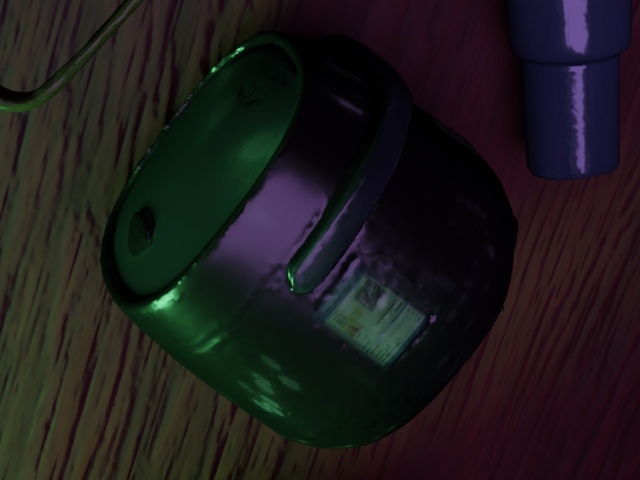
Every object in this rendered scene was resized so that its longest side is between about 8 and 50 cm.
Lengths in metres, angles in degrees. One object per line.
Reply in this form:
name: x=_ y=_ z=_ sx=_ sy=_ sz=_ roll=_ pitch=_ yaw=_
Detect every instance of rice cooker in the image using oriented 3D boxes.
rice cooker: x=0.000 y=0.000 z=1.198 sx=0.224 sy=0.267 sz=0.267 roll=34 pitch=101 yaw=-24

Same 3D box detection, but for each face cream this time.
face cream: x=0.172 y=-0.233 z=1.230 sx=0.135 sy=0.086 sz=0.385 roll=-8 pitch=109 yaw=-10

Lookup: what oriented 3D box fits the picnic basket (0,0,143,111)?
picnic basket: x=-0.209 y=-0.261 z=1.014 sx=0.321 sy=0.291 sz=0.254 roll=42 pitch=98 yaw=-12
